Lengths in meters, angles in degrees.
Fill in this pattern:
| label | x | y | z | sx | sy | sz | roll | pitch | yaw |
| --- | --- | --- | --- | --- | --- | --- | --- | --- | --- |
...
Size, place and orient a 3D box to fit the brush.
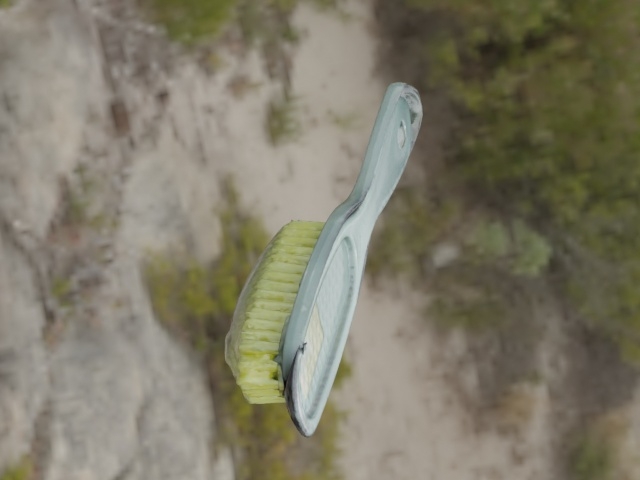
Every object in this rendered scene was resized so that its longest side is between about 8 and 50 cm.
| label | x | y | z | sx | sy | sz | roll | pitch | yaw |
| --- | --- | --- | --- | --- | --- | --- | --- | --- | --- |
| brush | 0.000 | 0.000 | 1.033 | 0.297 | 0.060 | 0.068 | -67 | 153 | -50 |
